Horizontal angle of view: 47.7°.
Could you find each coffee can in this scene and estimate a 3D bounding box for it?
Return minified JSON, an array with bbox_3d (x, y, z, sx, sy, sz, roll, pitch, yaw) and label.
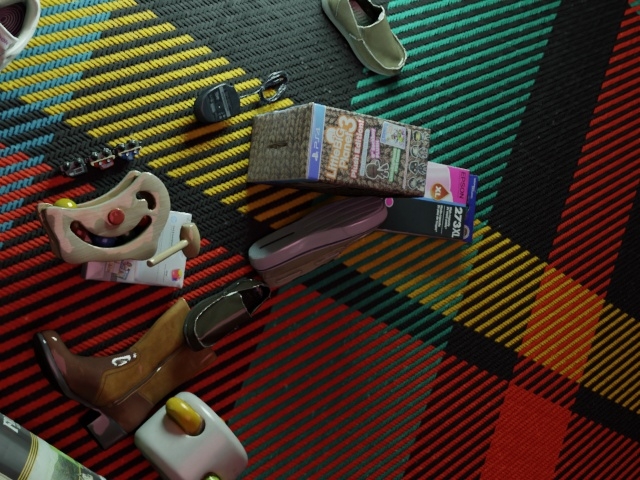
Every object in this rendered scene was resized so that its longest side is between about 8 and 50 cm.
[{"bbox_3d":[-0.510,0.402,1.155,0.275,0.201,0.201,46,68,-27],"label":"coffee can"}]

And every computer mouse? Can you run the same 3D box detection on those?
[{"bbox_3d":[-0.160,-0.293,1.459,0.242,0.041,0.071,-28,116,-37],"label":"computer mouse"}]

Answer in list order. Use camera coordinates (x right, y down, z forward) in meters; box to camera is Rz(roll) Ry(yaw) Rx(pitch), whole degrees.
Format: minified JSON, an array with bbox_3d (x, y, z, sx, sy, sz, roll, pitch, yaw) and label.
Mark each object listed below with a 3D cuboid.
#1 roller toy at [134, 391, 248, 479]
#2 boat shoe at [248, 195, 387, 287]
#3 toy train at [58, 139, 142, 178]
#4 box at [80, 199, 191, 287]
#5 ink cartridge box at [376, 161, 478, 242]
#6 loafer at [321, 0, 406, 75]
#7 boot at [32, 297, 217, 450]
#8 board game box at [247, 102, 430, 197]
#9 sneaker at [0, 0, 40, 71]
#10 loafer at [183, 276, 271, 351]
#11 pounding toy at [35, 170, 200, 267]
[{"bbox_3d":[-0.236,0.383,1.342,0.146,0.191,0.209,-42,97,-24],"label":"roller toy"},{"bbox_3d":[0.000,0.000,1.504,0.302,0.109,0.094,-22,125,0],"label":"boat shoe"},{"bbox_3d":[-0.394,-0.146,1.311,0.158,0.027,0.036,-26,109,-30],"label":"toy train"},{"bbox_3d":[-0.340,0.009,1.347,0.186,0.038,0.145,8,89,-33],"label":"box"},{"bbox_3d":[0.256,-0.096,1.729,0.371,0.069,0.176,6,89,-36],"label":"ink cartridge box"},{"bbox_3d":[0.108,-0.461,1.593,0.251,0.087,0.094,38,72,-29],"label":"loafer"},{"bbox_3d":[-0.346,0.200,1.320,0.280,0.096,0.264,-40,110,-28],"label":"boot"},{"bbox_3d":[0.036,-0.172,1.473,0.291,0.232,0.141,6,89,-33],"label":"board game box"},{"bbox_3d":[-0.555,-0.290,1.123,0.114,0.152,0.305,45,70,-29],"label":"sneaker"},{"bbox_3d":[-0.178,0.134,1.409,0.220,0.078,0.080,-43,113,-42],"label":"loafer"},{"bbox_3d":[-0.329,-0.039,1.235,0.269,0.155,0.154,-3,99,-32],"label":"pounding toy"}]
